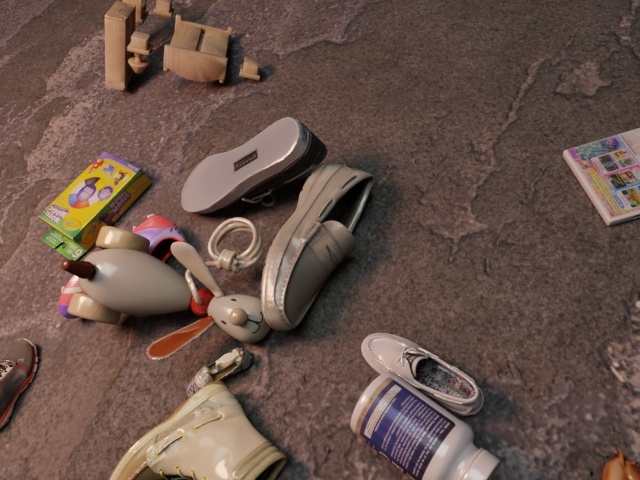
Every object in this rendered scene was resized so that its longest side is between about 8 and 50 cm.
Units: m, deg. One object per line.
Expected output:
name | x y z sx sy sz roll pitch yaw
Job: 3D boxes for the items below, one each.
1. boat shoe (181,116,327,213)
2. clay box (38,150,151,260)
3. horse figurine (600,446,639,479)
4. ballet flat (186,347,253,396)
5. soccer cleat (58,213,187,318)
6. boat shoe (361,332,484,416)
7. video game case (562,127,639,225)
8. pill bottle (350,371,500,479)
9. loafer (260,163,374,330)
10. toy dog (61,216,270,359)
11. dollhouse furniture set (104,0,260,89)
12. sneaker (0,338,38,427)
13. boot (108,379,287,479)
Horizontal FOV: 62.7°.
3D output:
boat shoe | -0.126 -0.121 0.970 0.306 0.105 0.113 -28 58 27
clay box | -0.468 -0.073 1.070 0.127 0.053 0.222 24 65 29
horse figurine | 0.331 0.367 0.529 0.174 0.066 0.263 33 68 26
ballet flat | -0.160 0.198 0.803 0.114 0.041 0.041 -30 54 -5
soccer cleat | -0.350 0.054 0.936 0.095 0.083 0.248 36 69 28
boat shoe | 0.133 0.175 0.718 0.184 0.063 0.066 32 70 31
video game case | 0.490 -0.106 0.835 0.143 0.019 0.157 -16 54 5
pill bottle | 0.128 0.247 0.651 0.169 0.094 0.094 31 69 31
loafer | 0.000 0.000 0.848 0.111 0.112 0.320 4 57 29
toy dog | -0.251 0.070 0.806 0.333 0.161 0.220 -6 79 8
dollhouse furniture set | -0.331 -0.452 1.301 0.355 0.174 0.303 10 41 -12
sneaker | -0.527 0.231 0.871 0.061 0.065 0.158 -3 56 14
boot | -0.167 0.315 0.703 0.213 0.077 0.165 -42 57 -17
